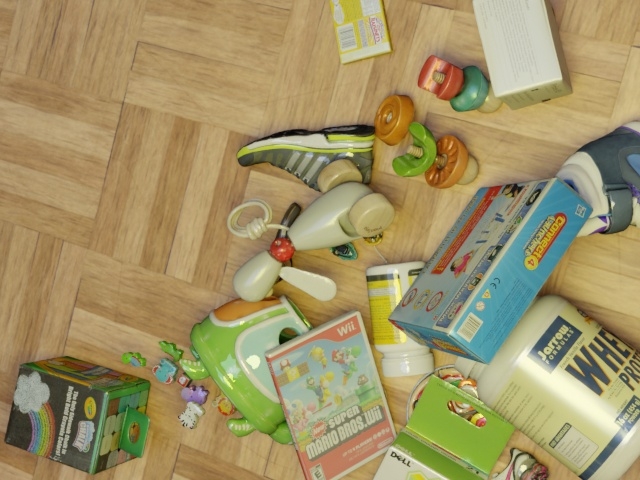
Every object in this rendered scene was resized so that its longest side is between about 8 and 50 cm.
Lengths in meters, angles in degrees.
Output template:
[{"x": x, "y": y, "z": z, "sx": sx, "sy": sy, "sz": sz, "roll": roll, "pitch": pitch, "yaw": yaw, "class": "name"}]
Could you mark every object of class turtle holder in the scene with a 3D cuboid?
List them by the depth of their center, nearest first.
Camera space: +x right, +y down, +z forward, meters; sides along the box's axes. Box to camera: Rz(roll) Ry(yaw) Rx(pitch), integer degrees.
[{"x": -0.097, "y": 0.250, "z": 1.830, "sx": 0.227, "sy": 0.243, "sz": 0.320, "roll": -38, "pitch": 73, "yaw": 0, "class": "turtle holder"}]

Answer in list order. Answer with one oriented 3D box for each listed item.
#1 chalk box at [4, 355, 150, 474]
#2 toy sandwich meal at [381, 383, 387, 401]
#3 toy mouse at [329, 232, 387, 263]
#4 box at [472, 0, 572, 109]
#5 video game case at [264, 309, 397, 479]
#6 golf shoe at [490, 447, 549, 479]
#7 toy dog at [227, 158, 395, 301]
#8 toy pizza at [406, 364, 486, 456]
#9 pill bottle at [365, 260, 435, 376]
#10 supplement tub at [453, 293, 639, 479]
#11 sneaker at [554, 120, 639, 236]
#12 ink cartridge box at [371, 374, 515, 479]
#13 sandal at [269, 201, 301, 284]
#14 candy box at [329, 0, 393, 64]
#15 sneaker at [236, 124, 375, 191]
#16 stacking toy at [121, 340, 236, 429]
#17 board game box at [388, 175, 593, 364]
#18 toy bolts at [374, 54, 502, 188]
[{"x": -0.479, "y": 0.370, "z": 2.002, "sx": 0.289, "sy": 0.179, "sz": 0.180, "roll": 14, "pitch": 94, "yaw": 19, "class": "chalk box"}, {"x": 0.088, "y": 0.309, "z": 1.870, "sx": 0.085, "sy": 0.029, "sz": 0.086, "roll": 0, "pitch": 90, "yaw": 20, "class": "toy sandwich meal"}, {"x": 0.053, "y": -0.018, "z": 1.881, "sx": 0.143, "sy": 0.031, "sz": 0.161, "roll": -13, "pitch": 85, "yaw": 19, "class": "toy mouse"}, {"x": 0.360, "y": -0.340, "z": 1.687, "sx": 0.119, "sy": 0.181, "sz": 0.182, "roll": -14, "pitch": 85, "yaw": 20, "class": "box"}, {"x": 0.026, "y": 0.299, "z": 1.781, "sx": 0.025, "sy": 0.204, "sz": 0.285, "roll": 8, "pitch": 118, "yaw": 60, "class": "video game case"}, {"x": 0.346, "y": 0.474, "z": 1.765, "sx": 0.086, "sy": 0.067, "sz": 0.186, "roll": 38, "pitch": 104, "yaw": 43, "class": "golf shoe"}, {"x": 0.000, "y": 0.000, "z": 1.793, "sx": 0.333, "sy": 0.161, "sz": 0.220, "roll": -23, "pitch": 53, "yaw": 20, "class": "toy dog"}, {"x": 0.258, "y": 0.337, "z": 1.806, "sx": 0.201, "sy": 0.032, "sz": 0.201, "roll": 0, "pitch": 90, "yaw": 20, "class": "toy pizza"}, {"x": 0.154, "y": 0.147, "z": 1.798, "sx": 0.119, "sy": 0.119, "sz": 0.209, "roll": -7, "pitch": 87, "yaw": 20, "class": "pill bottle"}, {"x": 0.417, "y": 0.240, "z": 1.639, "sx": 0.325, "sy": 0.235, "sz": 0.235, "roll": 37, "pitch": 102, "yaw": 16, "class": "supplement tub"}, {"x": 0.541, "y": -0.037, "z": 1.603, "sx": 0.236, "sy": 0.130, "sz": 0.323, "roll": -34, "pitch": 68, "yaw": -15, "class": "sneaker"}, {"x": 0.219, "y": 0.406, "z": 1.754, "sx": 0.188, "sy": 0.097, "sz": 0.255, "roll": 28, "pitch": 113, "yaw": 14, "class": "ink cartridge box"}, {"x": -0.077, "y": 0.032, "z": 1.914, "sx": 0.060, "sy": 0.090, "sz": 0.219, "roll": 23, "pitch": 91, "yaw": -3, "class": "sandal"}, {"x": 0.073, "y": -0.458, "z": 1.875, "sx": 0.105, "sy": 0.027, "sz": 0.206, "roll": -11, "pitch": 87, "yaw": 17, "class": "candy box"}, {"x": -0.031, "y": -0.154, "z": 1.875, "sx": 0.300, "sy": 0.111, "sz": 0.121, "roll": 0, "pitch": 105, "yaw": 27, "class": "sneaker"}, {"x": -0.286, "y": 0.290, "z": 1.935, "sx": 0.221, "sy": 0.167, "sz": 0.052, "roll": 37, "pitch": 103, "yaw": 15, "class": "stacking toy"}, {"x": 0.276, "y": 0.047, "z": 1.611, "sx": 0.086, "sy": 0.302, "sz": 0.308, "roll": 38, "pitch": 82, "yaw": -11, "class": "board game box"}, {"x": 0.232, "y": -0.228, "z": 1.789, "sx": 0.228, "sy": 0.158, "sz": 0.218, "roll": -63, "pitch": 31, "yaw": 20, "class": "toy bolts"}]
